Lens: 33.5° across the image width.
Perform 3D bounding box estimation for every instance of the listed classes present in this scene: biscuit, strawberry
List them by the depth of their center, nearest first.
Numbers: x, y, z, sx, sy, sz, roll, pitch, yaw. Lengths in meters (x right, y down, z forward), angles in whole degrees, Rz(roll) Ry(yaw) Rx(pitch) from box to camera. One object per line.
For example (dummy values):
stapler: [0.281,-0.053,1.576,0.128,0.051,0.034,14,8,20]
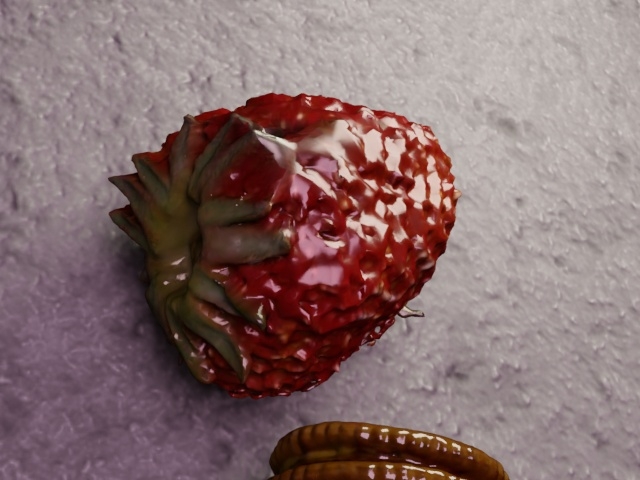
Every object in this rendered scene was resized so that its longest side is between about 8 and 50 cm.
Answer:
biscuit: [0.057,0.224,0.930,0.220,0.220,0.066,19,57,-13]
strawberry: [0.000,0.002,1.001,0.343,0.292,0.292,0,66,-38]
